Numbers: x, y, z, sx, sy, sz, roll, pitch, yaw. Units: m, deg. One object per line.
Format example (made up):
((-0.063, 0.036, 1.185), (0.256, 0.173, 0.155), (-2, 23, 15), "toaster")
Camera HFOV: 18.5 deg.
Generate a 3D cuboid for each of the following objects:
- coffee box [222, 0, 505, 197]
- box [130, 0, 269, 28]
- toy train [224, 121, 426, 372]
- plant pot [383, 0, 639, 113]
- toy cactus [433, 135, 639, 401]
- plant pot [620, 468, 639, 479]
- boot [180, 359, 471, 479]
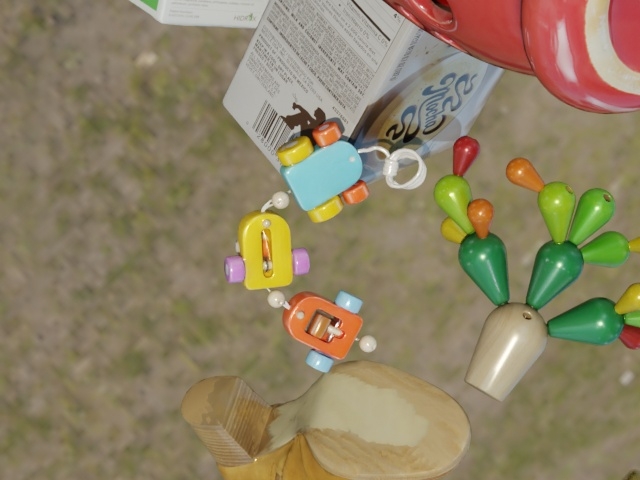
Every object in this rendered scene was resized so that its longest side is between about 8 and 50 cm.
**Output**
((0.067, -0.178, 1.388), (0.168, 0.119, 0.297), (-25, 156, -38), "coffee box")
((-0.099, -0.220, 1.511), (0.102, 0.101, 0.087), (-1, 115, -39), "box")
((0.000, 0.000, 1.363), (0.125, 0.046, 0.166), (21, 96, -21), "toy train")
((0.127, -0.165, 0.989), (0.191, 0.174, 0.191), (-22, 135, -24), "plant pot")
((0.164, 0.035, 1.508), (0.180, 0.219, 0.112), (-59, -172, -4), "toy cactus")
((0.209, 0.197, 1.280), (0.081, 0.081, 0.083), (-52, -167, 26), "plant pot")
((0.039, 0.195, 1.682), (0.211, 0.295, 0.104), (49, 54, -43), "boot")
